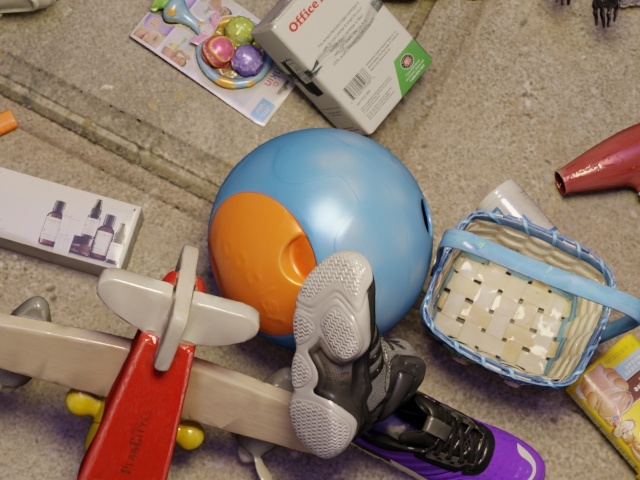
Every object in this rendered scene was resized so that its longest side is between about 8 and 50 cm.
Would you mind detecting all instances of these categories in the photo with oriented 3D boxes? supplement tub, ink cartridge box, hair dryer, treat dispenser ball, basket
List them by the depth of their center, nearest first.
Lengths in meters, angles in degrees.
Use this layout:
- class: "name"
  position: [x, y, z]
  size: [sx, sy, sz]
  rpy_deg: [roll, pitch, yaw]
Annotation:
- class: "basket"
  position: [0.259, 0.074, 1.725]
  size: [0.255, 0.289, 0.201]
  rpy_deg: [23, 72, 4]
- class: "treat dispenser ball"
  position: [0.000, 0.000, 1.735]
  size: [0.288, 0.288, 0.288]
  rpy_deg: [1, 71, -3]
- class: "supplement tub"
  position: [0.274, -0.024, 1.876]
  size: [0.071, 0.071, 0.107]
  rpy_deg: [-37, 77, -15]
- class: "ink cartridge box"
  position: [0.029, -0.269, 1.889]
  size: [0.208, 0.087, 0.153]
  rpy_deg: [47, 72, -19]
- class: "hair dryer"
  position: [0.471, -0.063, 1.898]
  size: [0.294, 0.080, 0.223]
  rpy_deg: [18, 72, 3]

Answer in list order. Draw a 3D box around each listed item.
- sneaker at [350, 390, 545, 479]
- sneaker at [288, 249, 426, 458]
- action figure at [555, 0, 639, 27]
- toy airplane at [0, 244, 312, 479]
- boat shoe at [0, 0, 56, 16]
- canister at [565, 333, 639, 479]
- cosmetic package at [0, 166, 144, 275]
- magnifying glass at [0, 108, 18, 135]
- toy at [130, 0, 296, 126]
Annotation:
- class: "sneaker"
  position: [0.150, 0.255, 1.732]
  size: [0.293, 0.146, 0.102]
  rpy_deg: [19, 71, 3]
- class: "sneaker"
  position: [0.049, 0.118, 1.593]
  size: [0.153, 0.268, 0.101]
  rpy_deg: [-19, 38, -41]
- class: "action figure"
  position: [0.412, -0.418, 1.990]
  size: [0.164, 0.141, 0.275]
  rpy_deg: [23, 45, 13]
- class: "toy airplane"
  position: [-0.215, 0.178, 1.669]
  size: [0.384, 0.272, 0.386]
  rpy_deg: [-27, 106, 3]
- class: "boat shoe"
  position: [-0.547, -0.325, 1.891]
  size: [0.367, 0.136, 0.156]
  rpy_deg: [6, 71, 1]
- class: "canister"
  position: [0.423, 0.223, 1.801]
  size: [0.126, 0.073, 0.170]
  rpy_deg: [-37, 76, -15]
- class: "cosmetic package"
  position: [-0.368, -0.027, 1.839]
  size: [0.239, 0.060, 0.099]
  rpy_deg: [15, 70, 1]
- class: "magnifying glass"
  position: [-0.529, -0.120, 1.879]
  size: [0.231, 0.026, 0.092]
  rpy_deg: [-27, 75, -13]
- class: "toy"
  position: [-0.139, -0.285, 1.945]
  size: [0.237, 0.056, 0.137]
  rpy_deg: [34, 74, 8]
